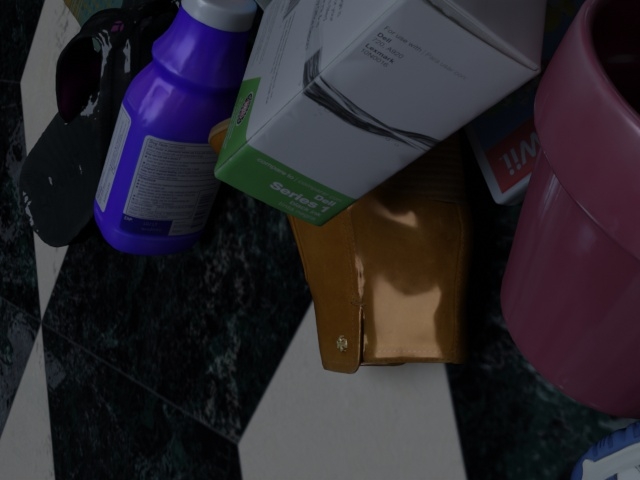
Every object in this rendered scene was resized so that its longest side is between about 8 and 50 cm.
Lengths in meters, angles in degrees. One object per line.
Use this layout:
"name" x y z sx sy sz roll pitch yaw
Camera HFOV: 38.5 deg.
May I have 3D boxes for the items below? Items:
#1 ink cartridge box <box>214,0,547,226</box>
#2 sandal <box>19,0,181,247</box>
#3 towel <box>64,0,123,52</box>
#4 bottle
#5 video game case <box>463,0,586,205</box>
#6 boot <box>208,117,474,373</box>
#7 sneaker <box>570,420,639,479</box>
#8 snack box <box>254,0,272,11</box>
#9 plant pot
"ink cartridge box" 0.036 -0.128 0.568 0.219 0.093 0.160 -33 37 51
"sandal" -0.240 -0.143 1.024 0.167 0.107 0.445 53 125 18
"towel" -0.275 -0.415 1.160 0.370 0.040 0.271 51 125 40
"bottle" -0.138 -0.115 0.900 0.092 0.118 0.282 54 133 38
"video game case" 0.150 -0.197 0.651 0.204 0.025 0.285 -40 59 41
"boot" 0.001 0.000 0.759 0.295 0.104 0.211 3 92 48
"sneaker" 0.254 0.129 0.444 0.296 0.112 0.130 -34 64 45
"snack box" -0.104 -0.318 0.832 0.060 0.187 0.322 -40 54 8
"plant pot" 0.189 -0.008 0.482 0.201 0.201 0.180 60 147 32
